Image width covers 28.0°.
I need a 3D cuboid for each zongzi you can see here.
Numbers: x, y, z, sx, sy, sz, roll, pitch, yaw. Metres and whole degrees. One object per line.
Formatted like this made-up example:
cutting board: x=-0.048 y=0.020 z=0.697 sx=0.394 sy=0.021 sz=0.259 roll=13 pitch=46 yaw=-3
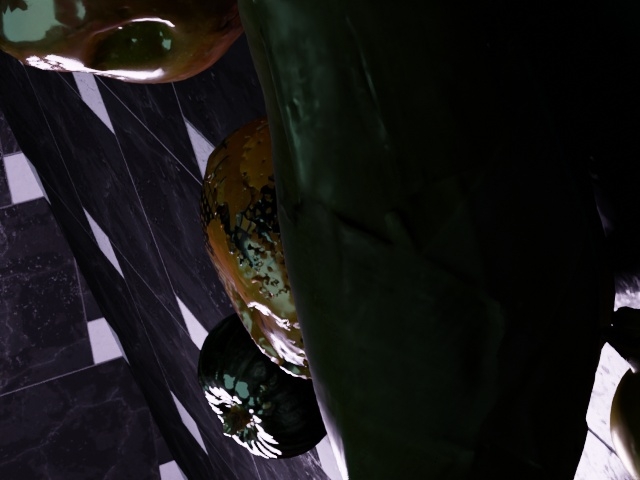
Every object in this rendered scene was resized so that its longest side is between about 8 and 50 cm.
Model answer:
zongzi: x=0.041 y=-0.006 z=0.674 sx=0.393 sy=0.174 sz=0.356 roll=-64 pitch=-44 yaw=-59

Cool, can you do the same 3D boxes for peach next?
peach: x=-0.166 y=-0.223 z=1.056 sx=0.214 sy=0.236 sz=0.214 roll=61 pitch=172 yaw=14

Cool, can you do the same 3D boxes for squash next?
squash: x=-0.066 y=0.178 z=1.581 sx=0.193 sy=0.156 sz=0.193 roll=35 pitch=172 yaw=6

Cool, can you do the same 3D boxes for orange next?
orange: x=0.000 y=0.000 z=1.036 sx=0.234 sy=0.182 sz=0.234 roll=48 pitch=170 yaw=11

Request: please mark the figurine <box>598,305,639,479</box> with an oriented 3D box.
figurine: x=0.249 y=0.130 z=0.666 sx=0.185 sy=0.127 sz=0.234 roll=-5 pitch=101 yaw=59
